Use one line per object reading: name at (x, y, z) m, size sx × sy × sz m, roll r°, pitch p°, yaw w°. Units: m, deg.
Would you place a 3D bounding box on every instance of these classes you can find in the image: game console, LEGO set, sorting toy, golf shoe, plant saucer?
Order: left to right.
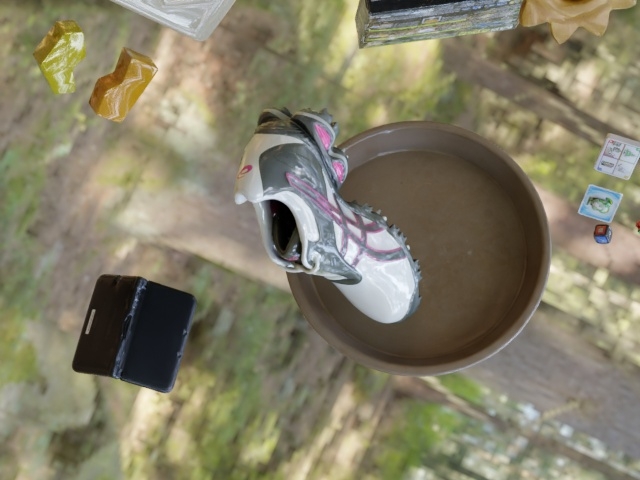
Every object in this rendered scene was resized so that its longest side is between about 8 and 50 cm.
game console at (-0.219, 0.109, 1.690) m, size 0.107 × 0.071 × 0.122 m, roll 2°, pitch -110°, yaw 37°
sorting toy at (-0.140, -0.243, 1.158) m, size 0.307 × 0.229 × 0.041 m, roll -52°, pitch -129°, yaw 17°
golf shoe at (0.000, 0.000, 1.387) m, size 0.105 × 0.273 × 0.120 m, roll -3°, pitch -136°, yaw 41°
plant saucer at (0.100, 0.009, 1.504) m, size 0.041 × 0.277 × 0.278 m, roll 81°, pitch 30°, yaw -71°
LEGO set at (0.461, -0.062, 2.009) m, size 0.244 × 0.182 × 0.060 m, roll 97°, pitch 12°, yaw -58°

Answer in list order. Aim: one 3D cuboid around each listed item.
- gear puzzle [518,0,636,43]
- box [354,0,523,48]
gear puzzle at (0.274, -0.169, 0.891) m, size 0.044 × 0.338 × 0.176 m, roll -113°, pitch -162°, yaw -63°
box at (0.137, -0.261, 1.605) m, size 0.184 × 0.190 × 0.045 m, roll 123°, pitch -41°, yaw -88°
